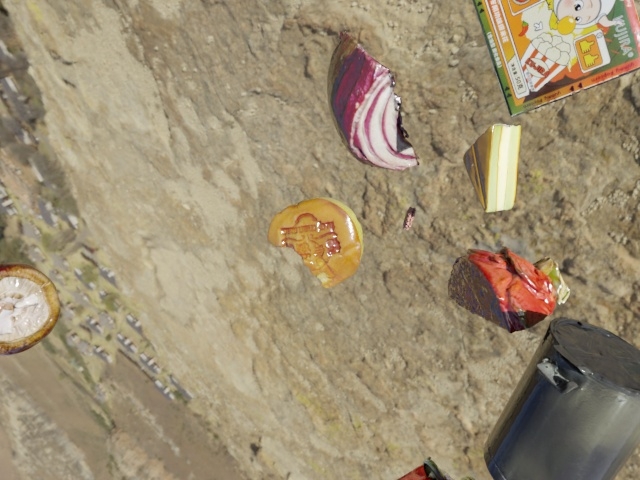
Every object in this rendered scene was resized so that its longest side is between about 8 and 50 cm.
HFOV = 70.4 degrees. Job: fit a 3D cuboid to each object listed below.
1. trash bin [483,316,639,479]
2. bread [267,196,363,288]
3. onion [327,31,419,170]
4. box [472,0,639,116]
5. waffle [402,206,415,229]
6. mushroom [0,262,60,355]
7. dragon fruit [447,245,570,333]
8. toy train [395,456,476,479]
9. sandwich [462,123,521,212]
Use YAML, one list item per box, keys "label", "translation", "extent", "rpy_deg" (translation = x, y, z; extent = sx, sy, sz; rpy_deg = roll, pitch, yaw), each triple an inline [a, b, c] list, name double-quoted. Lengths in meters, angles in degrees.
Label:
- label: "trash bin"
  translation: [0.443, 0.313, 0.804]
  extent: [0.203, 0.252, 0.302]
  rpy_deg: [48, 131, 52]
- label: "bread"
  translation: [0.004, -0.009, 0.733]
  extent: [0.156, 0.086, 0.125]
  rpy_deg: [40, 113, 4]
- label: "onion"
  translation: [0.084, -0.284, 0.996]
  extent: [0.314, 0.146, 0.280]
  rpy_deg: [49, -173, -44]
- label: "box"
  translation: [0.335, -0.304, 0.649]
  extent: [0.177, 0.148, 0.195]
  rpy_deg: [-17, 99, 29]
- label: "waffle"
  translation: [0.308, -0.074, 1.580]
  extent: [0.029, 0.083, 0.075]
  rpy_deg: [16, 161, 3]
- label: "mushroom"
  translation: [-0.413, 0.090, 0.603]
  extent: [0.052, 0.123, 0.123]
  rpy_deg: [3, 124, 45]
- label: "dragon fruit"
  translation: [0.427, 0.076, 1.034]
  extent: [0.317, 0.205, 0.152]
  rpy_deg: [-153, 50, -81]
- label: "toy train"
  translation: [0.127, 0.290, 0.423]
  extent: [0.131, 0.082, 0.204]
  rpy_deg: [65, 164, 8]
- label: "sandwich"
  translation: [0.484, -0.191, 1.206]
  extent: [0.144, 0.117, 0.187]
  rpy_deg: [-49, 54, 59]
